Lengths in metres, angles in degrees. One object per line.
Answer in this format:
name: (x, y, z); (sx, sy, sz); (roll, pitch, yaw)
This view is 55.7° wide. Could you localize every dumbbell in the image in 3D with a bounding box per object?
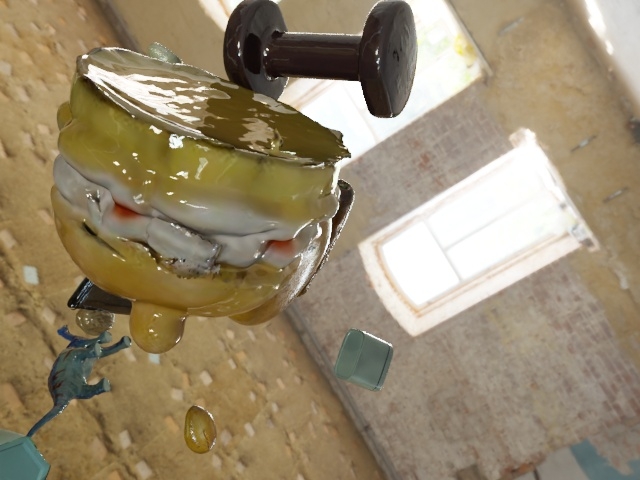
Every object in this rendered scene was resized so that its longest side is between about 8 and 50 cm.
dumbbell: (0.001, -0.228, 0.752); (0.140, 0.225, 0.124); (67, -140, -54)

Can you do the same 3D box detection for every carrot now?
carrot: (0.000, 0.000, 1.058); (0.059, 0.248, 0.059); (16, -148, -10)

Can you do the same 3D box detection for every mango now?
mango: (-0.219, 0.341, 1.097); (0.046, 0.060, 0.089); (2, 109, 62)
mango: (-0.078, 0.004, 0.876); (0.160, 0.290, 0.191); (37, -135, 27)

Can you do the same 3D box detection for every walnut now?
walnut: (-0.580, 0.203, 1.557); (0.096, 0.079, 0.082); (21, -116, -45)

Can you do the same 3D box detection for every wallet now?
wallet: (-0.422, 0.107, 1.423); (0.045, 0.172, 0.318); (39, -175, 26)

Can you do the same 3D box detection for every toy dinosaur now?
toy dinosaur: (-0.412, 0.211, 1.044); (0.329, 0.144, 0.076); (-116, 5, -61)

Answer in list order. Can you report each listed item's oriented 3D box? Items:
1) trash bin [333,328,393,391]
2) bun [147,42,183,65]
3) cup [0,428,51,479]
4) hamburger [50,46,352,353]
trash bin: (0.098, 0.268, 1.354); (0.130, 0.059, 0.116); (33, -108, -48)
bun: (-0.344, -0.388, 1.324); (0.086, 0.055, 0.086); (31, 172, 5)
cup: (-0.464, 0.295, 0.763); (0.134, 0.235, 0.148); (-10, -83, -58)
hamburger: (-0.127, -0.034, 0.592); (0.276, 0.237, 0.276); (19, -159, -8)
